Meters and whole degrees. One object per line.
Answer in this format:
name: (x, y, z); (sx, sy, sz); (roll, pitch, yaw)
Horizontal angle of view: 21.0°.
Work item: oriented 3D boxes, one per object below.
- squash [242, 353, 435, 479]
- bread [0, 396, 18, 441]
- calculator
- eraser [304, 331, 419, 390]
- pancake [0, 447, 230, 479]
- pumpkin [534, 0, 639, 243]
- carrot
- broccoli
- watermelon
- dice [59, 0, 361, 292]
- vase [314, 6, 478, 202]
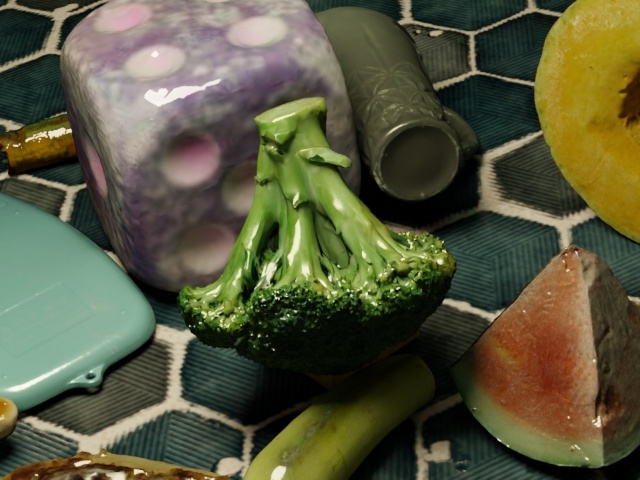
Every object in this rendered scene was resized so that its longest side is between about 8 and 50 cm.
squash: (0.012, 0.191, 1.626); (0.083, 0.083, 0.250); (18, 39, 32)
bread: (-0.401, 0.186, 1.732); (0.214, 0.053, 0.073); (2, 32, 18)
calculator: (-0.350, 0.064, 1.899); (0.256, 0.054, 0.386); (-29, 44, -28)
eraser: (0.027, 0.093, 1.786); (0.122, 0.045, 0.097); (-30, 39, -29)
pancake: (-0.195, 0.287, 1.568); (0.266, 0.057, 0.244); (-15, 44, -2)
pumpkin: (0.419, -0.167, 1.842); (0.332, 0.332, 0.199); (19, 38, 33)
carrot: (-0.274, -0.137, 2.154); (0.260, 0.070, 0.070); (-14, 35, -7)
broccoli: (0.000, 0.000, 1.649); (0.269, 0.269, 0.254); (8, 18, 22)
watermelon: (0.231, 0.106, 1.647); (0.207, 0.202, 0.136); (12, 1, 23)
dice: (-0.124, -0.123, 1.925); (0.271, 0.270, 0.270); (-18, 36, -15)
vase: (0.083, -0.147, 2.003); (0.251, 0.156, 0.301); (20, 19, -22)
